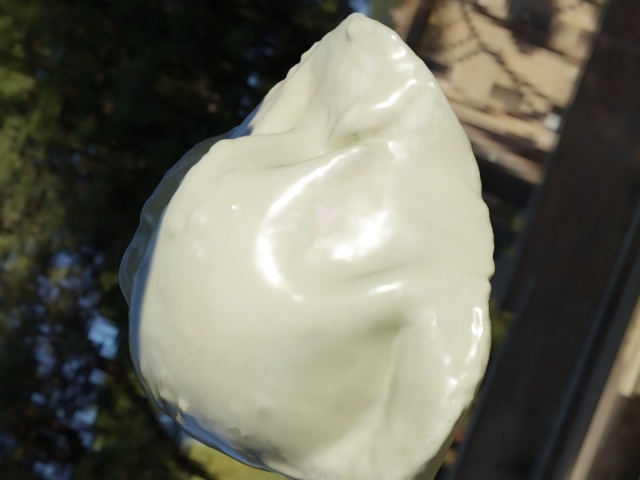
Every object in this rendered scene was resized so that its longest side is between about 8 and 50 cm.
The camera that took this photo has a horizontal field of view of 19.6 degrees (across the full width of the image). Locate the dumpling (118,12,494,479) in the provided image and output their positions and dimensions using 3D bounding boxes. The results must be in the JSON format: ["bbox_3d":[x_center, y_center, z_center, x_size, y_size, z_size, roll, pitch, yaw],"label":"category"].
[{"bbox_3d":[0.002,0.001,0.547,0.169,0.100,0.134,-135,63,-79],"label":"dumpling"}]
